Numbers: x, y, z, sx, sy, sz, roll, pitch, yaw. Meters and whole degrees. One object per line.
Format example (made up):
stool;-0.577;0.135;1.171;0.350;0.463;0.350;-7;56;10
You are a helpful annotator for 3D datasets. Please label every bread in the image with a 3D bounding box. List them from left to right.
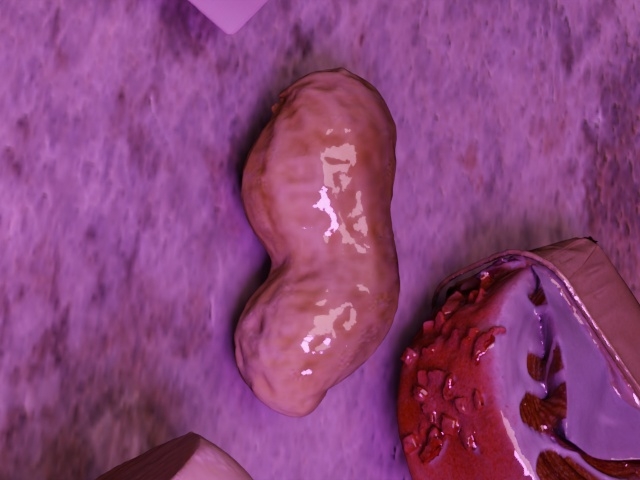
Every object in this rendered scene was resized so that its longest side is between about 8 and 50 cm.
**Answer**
bread;0.148;0.118;1.311;0.224;0.142;0.212;56;45;-9

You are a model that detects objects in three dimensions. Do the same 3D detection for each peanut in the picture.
peanut;0.000;0.000;1.266;0.103;0.098;0.229;-1;77;12

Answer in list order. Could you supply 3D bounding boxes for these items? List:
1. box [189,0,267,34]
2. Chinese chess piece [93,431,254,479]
box;-0.111;-0.317;1.206;0.353;0.214;0.069;41;21;-16
Chinese chess piece;-0.133;0.207;1.054;0.251;0.251;0.097;-36;96;-30
